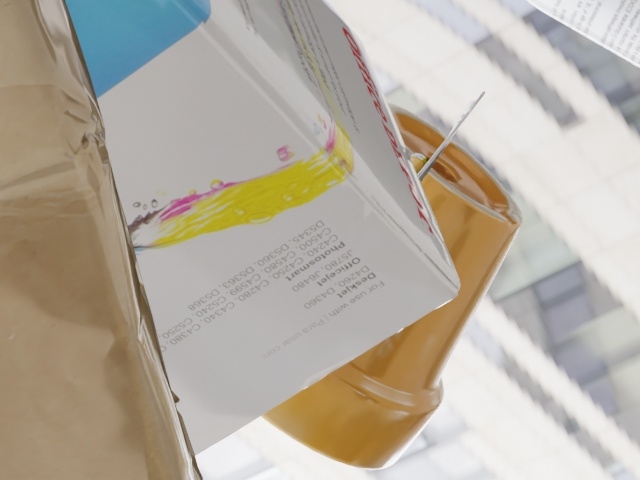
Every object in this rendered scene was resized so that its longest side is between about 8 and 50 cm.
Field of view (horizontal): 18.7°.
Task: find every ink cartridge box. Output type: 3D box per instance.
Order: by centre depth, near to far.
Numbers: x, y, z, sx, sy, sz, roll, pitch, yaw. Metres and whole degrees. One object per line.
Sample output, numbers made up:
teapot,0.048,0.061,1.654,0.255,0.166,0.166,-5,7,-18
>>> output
ink cartridge box,-0.102,-0.060,0.880,0.270,0.197,0.198,45,-162,-42

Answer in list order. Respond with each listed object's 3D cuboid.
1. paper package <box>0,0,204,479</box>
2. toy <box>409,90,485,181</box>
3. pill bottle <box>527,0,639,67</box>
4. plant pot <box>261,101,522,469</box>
paper package,-0.204,0.056,0.567,0.309,0.324,0.168,82,170,-49
toy,0.000,0.000,1.133,0.056,0.237,0.137,36,179,0
pill bottle,0.250,-0.218,1.468,0.283,0.160,0.160,31,-151,7
plant pot,0.031,0.017,1.317,0.205,0.188,0.205,36,-163,-13
